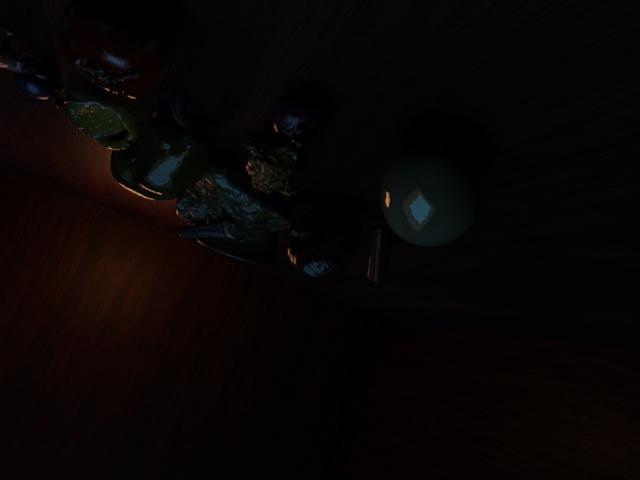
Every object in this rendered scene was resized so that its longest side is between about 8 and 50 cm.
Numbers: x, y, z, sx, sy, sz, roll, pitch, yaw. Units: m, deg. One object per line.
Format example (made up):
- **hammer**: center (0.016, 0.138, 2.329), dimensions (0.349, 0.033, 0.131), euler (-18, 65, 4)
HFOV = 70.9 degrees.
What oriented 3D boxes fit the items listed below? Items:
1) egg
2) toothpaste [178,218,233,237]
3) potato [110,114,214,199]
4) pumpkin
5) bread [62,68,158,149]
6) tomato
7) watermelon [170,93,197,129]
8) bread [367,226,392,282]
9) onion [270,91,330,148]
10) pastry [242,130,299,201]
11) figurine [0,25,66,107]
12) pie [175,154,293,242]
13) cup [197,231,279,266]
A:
- **egg**: center (0.208, -0.091, 0.857), dimensions (0.188, 0.189, 0.254), euler (15, 163, 18)
- **toothpaste**: center (-0.378, -0.033, 1.479), dimensions (0.239, 0.062, 0.039), euler (-3, -161, 35)
- **potato**: center (-0.419, -0.229, 1.208), dimensions (0.218, 0.203, 0.351), euler (41, 145, -26)
- **pumpkin**: center (-0.003, -0.001, 1.379), dimensions (0.189, 0.260, 0.260), euler (26, 165, -24)
- **bread**: center (-0.457, -0.309, 0.973), dimensions (0.197, 0.171, 0.197), euler (11, 155, 5)
- **tomato**: center (-0.331, -0.330, 0.745), dimensions (0.187, 0.152, 0.187), euler (24, 169, 5)
- **watermelon**: center (-0.318, -0.312, 1.054), dimensions (0.061, 0.085, 0.085), euler (-20, -170, -31)
- **bread**: center (0.206, 0.034, 1.537), dimensions (0.067, 0.193, 0.119), euler (10, -158, 15)
- **onion**: center (-0.039, -0.225, 0.852), dimensions (0.115, 0.105, 0.115), euler (0, 170, 0)
- **pastry**: center (-0.114, -0.183, 1.131), dimensions (0.154, 0.103, 0.250), euler (22, 165, 2)
- **figurine**: center (-0.711, -0.407, 1.080), dimensions (0.111, 0.102, 0.195), euler (14, 167, 33)
- **pie**: center (-0.283, -0.119, 1.485), dimensions (0.395, 0.181, 0.418), euler (27, 159, -24)
- **cup**: center (-0.307, -0.025, 1.833), dimensions (0.347, 0.163, 0.347), euler (20, -177, -1)
